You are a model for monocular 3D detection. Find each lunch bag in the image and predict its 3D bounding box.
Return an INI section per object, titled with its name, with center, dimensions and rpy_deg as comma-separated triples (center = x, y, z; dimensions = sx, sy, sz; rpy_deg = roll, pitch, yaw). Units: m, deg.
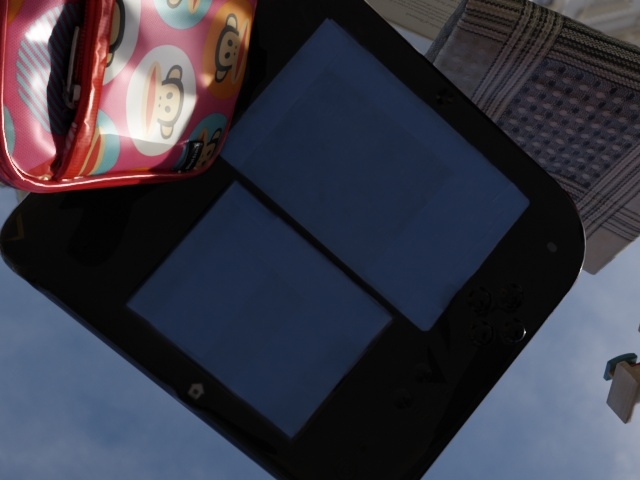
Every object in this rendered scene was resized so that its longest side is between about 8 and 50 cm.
[lunch bag]
center = -0.130, -0.175, 0.373
dimensions = 0.120, 0.292, 0.258
rpy_deg = 15, -167, 21

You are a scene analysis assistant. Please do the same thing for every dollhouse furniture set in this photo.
[dollhouse furniture set]
center = 0.426, 0.113, 0.886
dimensions = 0.184, 0.128, 0.129
rpy_deg = -14, -143, -14

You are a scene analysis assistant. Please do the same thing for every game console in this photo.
[game console]
center = 0.000, 0.000, 0.583
dimensions = 0.387, 0.060, 0.342
rpy_deg = 41, -101, -8

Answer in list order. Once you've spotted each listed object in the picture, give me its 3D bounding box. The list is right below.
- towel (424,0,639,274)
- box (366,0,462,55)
[towel]
center = 0.218, -0.080, 0.743
dimensions = 0.312, 0.324, 0.056
rpy_deg = 19, -125, -9
[box]
center = 0.132, -0.285, 1.070
dimensions = 0.182, 0.181, 0.119
rpy_deg = 31, -117, 24
